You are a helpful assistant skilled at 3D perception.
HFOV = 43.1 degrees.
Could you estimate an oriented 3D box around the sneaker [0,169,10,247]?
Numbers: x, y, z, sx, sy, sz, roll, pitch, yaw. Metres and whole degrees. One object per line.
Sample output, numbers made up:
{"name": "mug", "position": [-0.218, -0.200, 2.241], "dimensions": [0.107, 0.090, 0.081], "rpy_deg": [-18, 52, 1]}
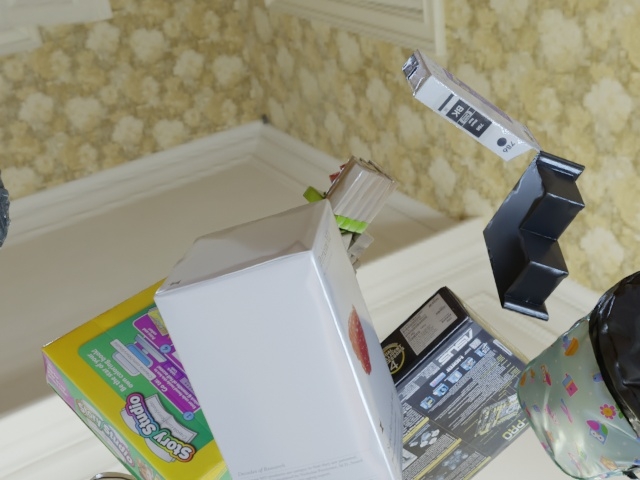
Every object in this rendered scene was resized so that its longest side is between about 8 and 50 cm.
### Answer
{"name": "sneaker", "position": [-0.369, -0.080, 0.656], "dimensions": [0.108, 0.271, 0.100], "rpy_deg": [-9, -138, 48]}

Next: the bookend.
{"name": "bookend", "position": [0.295, -0.007, 1.072], "dimensions": [0.072, 0.157, 0.156], "rpy_deg": [17, -142, -15]}

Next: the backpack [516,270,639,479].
{"name": "backpack", "position": [0.232, 0.114, 0.625], "dimensions": [0.115, 0.182, 0.151], "rpy_deg": [-14, -111, -11]}

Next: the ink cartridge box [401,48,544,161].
{"name": "ink cartridge box", "position": [0.328, -0.273, 1.732], "dimensions": [0.333, 0.065, 0.165], "rpy_deg": [29, -155, -20]}

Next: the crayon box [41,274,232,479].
{"name": "crayon box", "position": [-0.228, 0.239, 1.363], "dimensions": [0.363, 0.106, 0.313], "rpy_deg": [36, -130, 27]}

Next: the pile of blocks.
{"name": "pile of blocks", "position": [0.000, 0.000, 1.349], "dimensions": [0.149, 0.362, 0.112], "rpy_deg": [-13, -135, -37]}

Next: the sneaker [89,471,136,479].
{"name": "sneaker", "position": [-0.280, 0.519, 1.390], "dimensions": [0.321, 0.126, 0.127], "rpy_deg": [29, -159, 1]}

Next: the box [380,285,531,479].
{"name": "box", "position": [0.154, 0.294, 1.283], "dimensions": [0.395, 0.318, 0.097], "rpy_deg": [-45, -143, 9]}

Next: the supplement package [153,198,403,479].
{"name": "supplement package", "position": [-0.031, 0.132, 0.901], "dimensions": [0.175, 0.292, 0.177], "rpy_deg": [-16, -162, 12]}
